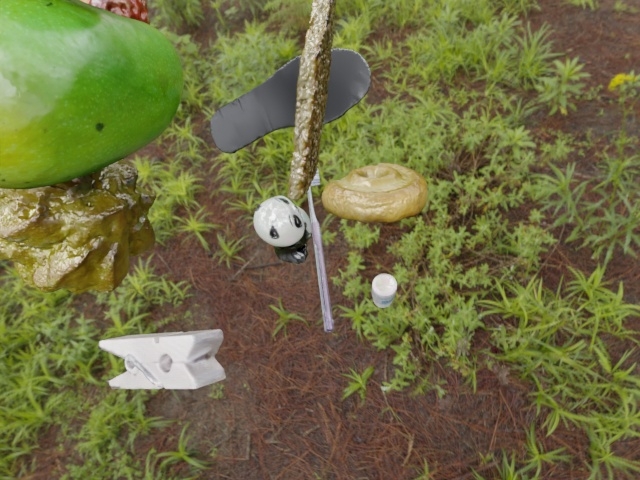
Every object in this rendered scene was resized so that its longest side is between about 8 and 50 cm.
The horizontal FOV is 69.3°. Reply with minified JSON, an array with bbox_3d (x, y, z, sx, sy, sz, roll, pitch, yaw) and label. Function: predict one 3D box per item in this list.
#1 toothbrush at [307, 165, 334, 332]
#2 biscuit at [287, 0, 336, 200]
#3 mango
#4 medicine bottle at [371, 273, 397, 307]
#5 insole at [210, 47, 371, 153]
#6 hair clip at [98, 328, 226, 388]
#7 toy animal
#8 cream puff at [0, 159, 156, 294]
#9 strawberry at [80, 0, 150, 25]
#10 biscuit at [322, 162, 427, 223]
[{"bbox_3d":[0.000,0.000,0.894,0.029,0.024,0.354,-6,68,-2],"label":"toothbrush"},{"bbox_3d":[-0.006,-0.172,0.512,0.026,0.237,0.131,8,24,2],"label":"biscuit"},{"bbox_3d":[-0.317,-0.197,0.570,0.201,0.225,0.382,-38,6,39],"label":"mango"},{"bbox_3d":[0.137,0.111,1.001,0.052,0.089,0.052,-2,62,3],"label":"medicine bottle"},{"bbox_3d":[-0.067,-0.233,0.799,0.348,0.009,0.119,-14,97,34],"label":"insole"},{"bbox_3d":[-0.288,0.212,0.829,0.330,0.085,0.101,-15,78,40],"label":"hair clip"},{"bbox_3d":[-0.097,-0.037,1.257,0.138,0.179,0.166,-37,66,0],"label":"toy animal"},{"bbox_3d":[-0.368,-0.038,0.708,0.196,0.244,0.244,21,69,15],"label":"cream puff"},{"bbox_3d":[-0.413,-0.389,0.888,0.280,0.150,0.253,41,99,41],"label":"strawberry"},{"bbox_3d":[0.155,-0.124,1.151,0.213,0.091,0.274,23,34,36],"label":"biscuit"}]
